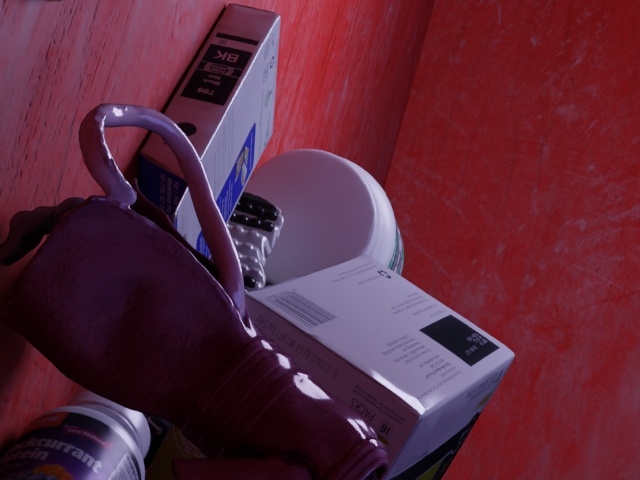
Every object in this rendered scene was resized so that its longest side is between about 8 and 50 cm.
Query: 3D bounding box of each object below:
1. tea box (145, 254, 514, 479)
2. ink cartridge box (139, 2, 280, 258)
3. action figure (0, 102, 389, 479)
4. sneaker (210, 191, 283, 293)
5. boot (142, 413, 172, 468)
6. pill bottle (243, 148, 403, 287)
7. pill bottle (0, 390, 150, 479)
[{"bbox_3d":[0.000,0.218,1.423,0.323,0.220,0.329,-62,162,16],"label":"tea box"},{"bbox_3d":[-0.116,-0.077,1.322,0.333,0.065,0.165,-69,170,-47],"label":"ink cartridge box"},{"bbox_3d":[-0.050,0.106,0.976,0.276,0.370,0.248,-57,165,22],"label":"action figure"},{"bbox_3d":[-0.115,0.052,1.442,0.292,0.110,0.118,-60,171,-62],"label":"sneaker"},{"bbox_3d":[-0.183,0.207,1.385,0.086,0.069,0.190,-59,160,-28],"label":"boot"},{"bbox_3d":[0.000,0.000,1.750,0.361,0.204,0.204,49,56,-80],"label":"pill bottle"},{"bbox_3d":[-0.200,0.195,1.043,0.193,0.108,0.108,-60,163,-64],"label":"pill bottle"}]
